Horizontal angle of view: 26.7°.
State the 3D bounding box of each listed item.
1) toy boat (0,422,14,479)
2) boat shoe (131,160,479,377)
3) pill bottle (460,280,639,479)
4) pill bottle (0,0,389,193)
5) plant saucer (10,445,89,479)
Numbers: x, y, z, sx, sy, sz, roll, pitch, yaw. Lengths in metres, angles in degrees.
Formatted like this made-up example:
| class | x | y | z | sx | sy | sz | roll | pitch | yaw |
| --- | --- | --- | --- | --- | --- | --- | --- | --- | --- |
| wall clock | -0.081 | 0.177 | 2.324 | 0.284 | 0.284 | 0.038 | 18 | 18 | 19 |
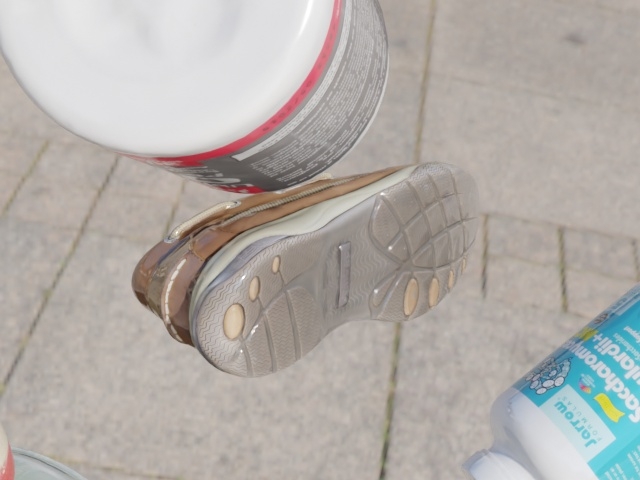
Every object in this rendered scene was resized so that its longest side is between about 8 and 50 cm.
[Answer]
| class | x | y | z | sx | sy | sz | roll | pitch | yaw |
| --- | --- | --- | --- | --- | --- | --- | --- | --- | --- |
| toy boat | -0.362 | 0.217 | 1.157 | 0.231 | 0.151 | 0.151 | 1 | 28 | 34 |
| boat shoe | 0.000 | 0.000 | 0.972 | 0.116 | 0.123 | 0.324 | 19 | 21 | 36 |
| pill bottle | 0.257 | 0.160 | 1.230 | 0.264 | 0.146 | 0.146 | -38 | 47 | -7 |
| pill bottle | -0.053 | -0.120 | 0.798 | 0.176 | 0.176 | 0.318 | 18 | 0 | 11 |
| plant saucer | -0.367 | 0.359 | 1.385 | 0.400 | 0.100 | 0.400 | 9 | 48 | -9 |
